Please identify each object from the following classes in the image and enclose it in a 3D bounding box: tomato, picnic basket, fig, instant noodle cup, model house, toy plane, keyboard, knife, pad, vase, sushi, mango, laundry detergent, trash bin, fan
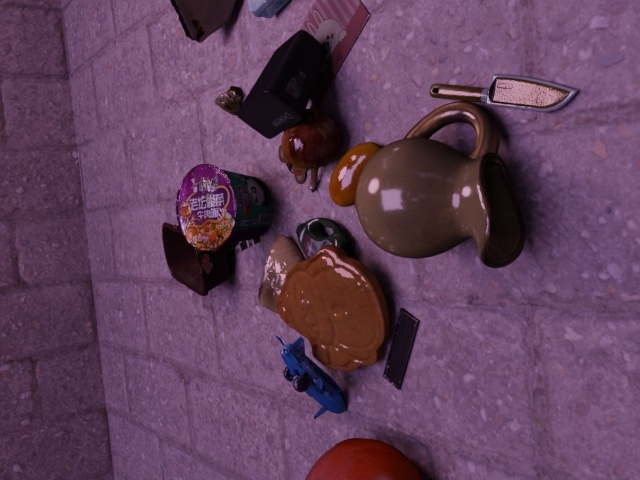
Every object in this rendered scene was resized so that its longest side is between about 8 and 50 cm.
[{"bbox_3d":[0.091,0.628,1.565,0.341,0.273,0.341,14,107,51],"label":"tomato"},{"bbox_3d":[-0.409,0.044,2.234,0.297,0.129,0.222,23,126,50],"label":"picnic basket"},{"bbox_3d":[-0.038,-0.227,1.707,0.230,0.143,0.160,125,158,-51],"label":"fig"},{"bbox_3d":[-0.270,-0.096,1.960,0.251,0.190,0.251,2,93,38],"label":"instant noodle cup"},{"bbox_3d":[-0.346,-0.826,1.994,0.317,0.297,0.282,68,178,-54],"label":"model house"},{"bbox_3d":[-0.024,0.362,1.740,0.271,0.105,0.254,59,168,-20],"label":"toy plane"},{"bbox_3d":[0.188,0.259,1.591,0.064,0.010,0.198,36,123,43],"label":"keyboard"},{"bbox_3d":[0.336,-0.288,1.284,0.343,0.027,0.061,23,110,49],"label":"knife"},{"bbox_3d":[0.010,-0.513,1.699,0.299,0.005,0.202,-54,54,43],"label":"pad"},{"bbox_3d":[0.244,-0.121,1.305,0.302,0.241,0.329,5,76,41],"label":"vase"},{"bbox_3d":[-0.285,-0.057,2.136,0.215,0.051,0.192,-27,74,52],"label":"sushi"},{"bbox_3d":[0.081,-0.161,1.602,0.102,0.085,0.184,53,129,33],"label":"mango"},{"bbox_3d":[0.000,0.000,1.759,0.211,0.063,0.137,42,124,44],"label":"laundry detergent"},{"bbox_3d":[-0.088,-0.391,1.671,0.165,0.115,0.225,-21,40,54],"label":"trash bin"},{"bbox_3d":[-0.054,-0.274,1.821,0.152,0.008,0.226,55,138,33],"label":"fan"}]

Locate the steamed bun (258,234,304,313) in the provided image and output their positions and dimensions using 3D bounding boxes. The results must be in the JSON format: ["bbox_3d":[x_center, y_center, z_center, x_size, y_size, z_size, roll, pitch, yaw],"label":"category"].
[{"bbox_3d":[-0.115,0.133,1.897,0.231,0.111,0.212,61,138,31],"label":"steamed bun"}]

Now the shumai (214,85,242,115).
[{"bbox_3d":[-0.273,-0.436,2.058,0.083,0.082,0.080,30,85,14],"label":"shumai"}]

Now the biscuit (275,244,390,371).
[{"bbox_3d":[0.028,0.183,1.678,0.351,0.057,0.312,-30,89,46],"label":"biscuit"}]

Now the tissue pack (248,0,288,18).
[{"bbox_3d":[-0.105,-0.723,1.751,0.263,0.089,0.177,-22,77,55],"label":"tissue pack"}]
